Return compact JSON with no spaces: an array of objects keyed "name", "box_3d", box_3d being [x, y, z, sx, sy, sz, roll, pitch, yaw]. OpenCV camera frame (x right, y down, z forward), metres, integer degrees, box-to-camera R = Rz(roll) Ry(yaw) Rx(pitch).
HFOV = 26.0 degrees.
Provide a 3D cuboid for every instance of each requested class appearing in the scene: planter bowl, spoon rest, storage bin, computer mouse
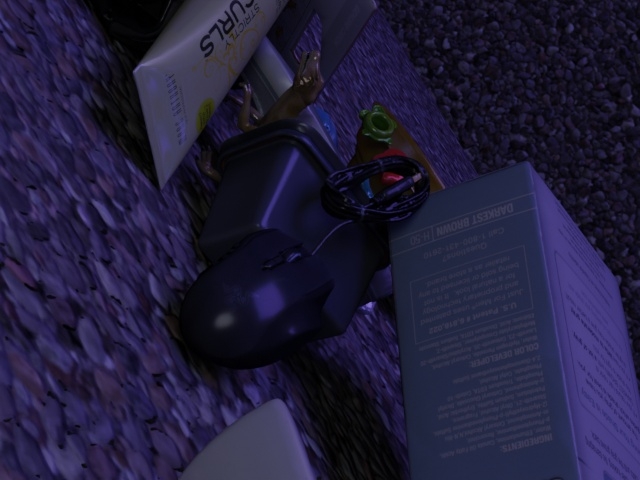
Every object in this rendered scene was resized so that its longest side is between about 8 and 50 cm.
[{"name":"planter bowl","box_3d":[0.075,-0.019,1.338,0.217,0.090,0.217,54,12,-17]},{"name":"spoon rest","box_3d":[-0.007,0.166,0.650,0.276,0.084,0.137,63,4,-54]},{"name":"storage bin","box_3d":[-0.025,0.003,0.931,0.135,0.098,0.091,52,41,-28]},{"name":"computer mouse","box_3d":[0.000,0.000,0.841,0.071,0.041,0.242,34,43,13]}]

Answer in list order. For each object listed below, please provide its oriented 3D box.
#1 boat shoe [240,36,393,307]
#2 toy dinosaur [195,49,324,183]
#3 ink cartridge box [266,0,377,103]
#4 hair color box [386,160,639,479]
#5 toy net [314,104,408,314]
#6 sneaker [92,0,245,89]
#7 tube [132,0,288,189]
[{"name":"boat shoe","box_3d":[-0.022,-0.046,1.047,0.228,0.081,0.079,64,4,-8]},{"name":"toy dinosaur","box_3d":[-0.036,-0.048,0.978,0.053,0.092,0.183,-42,142,-49]},{"name":"ink cartridge box","box_3d":[-0.033,-0.264,1.238,0.261,0.066,0.296,59,-21,6]},{"name":"hair color box","box_3d":[0.142,0.160,0.889,0.185,0.113,0.375,43,35,-49]},{"name":"toy net","box_3d":[0.024,-0.025,1.181,0.122,0.045,0.232,8,51,-24]},{"name":"sneaker","box_3d":[-0.115,-0.169,1.019,0.234,0.078,0.106,47,24,-44]},{"name":"tube","box_3d":[-0.069,-0.142,0.947,0.070,0.062,0.240,44,43,-16]}]
